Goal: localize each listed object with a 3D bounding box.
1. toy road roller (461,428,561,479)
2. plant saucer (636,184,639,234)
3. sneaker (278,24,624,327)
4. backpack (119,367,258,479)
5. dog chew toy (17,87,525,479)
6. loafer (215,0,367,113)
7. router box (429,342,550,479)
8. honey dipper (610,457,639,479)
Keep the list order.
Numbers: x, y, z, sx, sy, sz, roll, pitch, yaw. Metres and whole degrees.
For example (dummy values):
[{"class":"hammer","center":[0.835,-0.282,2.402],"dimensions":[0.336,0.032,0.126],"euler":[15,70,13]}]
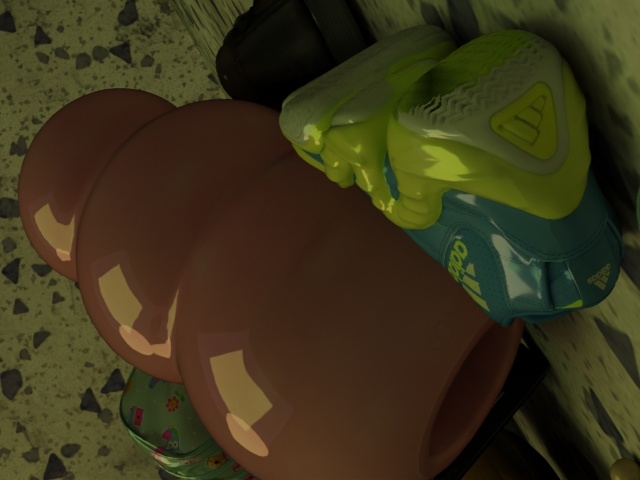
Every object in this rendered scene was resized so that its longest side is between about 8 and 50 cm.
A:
[{"class":"toy road roller","center":[0.065,0.229,0.889],"dimensions":[0.202,0.240,0.329],"euler":[31,-161,-52]},{"class":"plant saucer","center":[0.134,0.026,0.317],"dimensions":[0.119,0.021,0.119],"euler":[59,176,7]},{"class":"sneaker","center":[0.054,-0.023,0.493],"dimensions":[0.126,0.091,0.240],"euler":[60,176,-15]},{"class":"backpack","center":[-0.064,0.090,0.832],"dimensions":[0.152,0.182,0.115],"euler":[21,172,44]},{"class":"dog chew toy","center":[-0.049,0.011,0.674],"dimensions":[0.331,0.207,0.207],"euler":[27,161,26]},{"class":"loafer","center":[-0.037,-0.133,0.824],"dimensions":[0.109,0.095,0.302],"euler":[60,177,-5]},{"class":"router box","center":[0.046,0.112,0.749],"dimensions":[0.133,0.179,0.046],"euler":[40,167,15]},{"class":"honey dipper","center":[0.197,0.171,0.588],"dimensions":[0.030,0.030,0.161],"euler":[62,178,-33]}]
